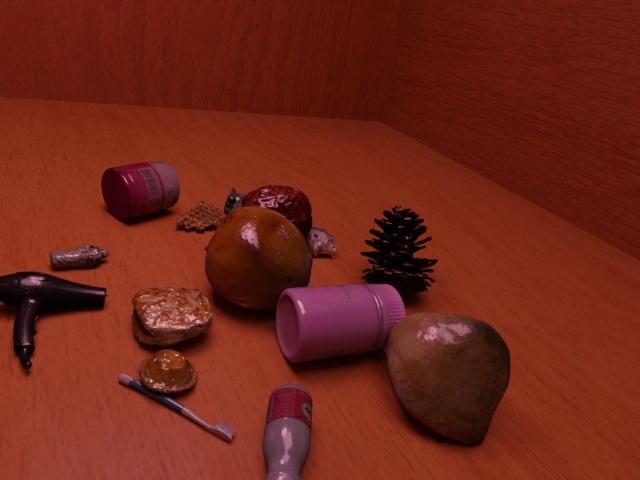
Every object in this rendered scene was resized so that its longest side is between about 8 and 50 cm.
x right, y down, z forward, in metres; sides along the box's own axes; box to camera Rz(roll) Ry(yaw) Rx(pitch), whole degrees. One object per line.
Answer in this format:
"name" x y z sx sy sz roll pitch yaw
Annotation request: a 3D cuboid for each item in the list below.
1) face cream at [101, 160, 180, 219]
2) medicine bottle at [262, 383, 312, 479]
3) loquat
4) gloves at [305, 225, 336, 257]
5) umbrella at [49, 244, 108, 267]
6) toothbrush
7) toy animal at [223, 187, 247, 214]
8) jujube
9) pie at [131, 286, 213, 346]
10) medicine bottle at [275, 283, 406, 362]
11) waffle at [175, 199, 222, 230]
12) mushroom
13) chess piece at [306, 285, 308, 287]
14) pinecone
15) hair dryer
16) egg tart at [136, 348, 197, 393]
"face cream" -0.601 -0.172 1.541 0.175 0.175 0.195 30 31 28
"medicine bottle" -0.063 0.377 0.857 0.090 0.090 0.217 11 29 -5
"loquat" -0.169 0.054 1.246 0.283 0.276 0.276 26 25 -16
"gloves" 0.000 -0.004 1.609 0.114 0.070 0.153 2 28 -20
"umbrella" -0.654 0.046 1.249 0.143 0.062 0.067 -9 5 -35
"toothbrush" -0.291 0.329 0.921 0.275 0.019 0.025 22 23 15
"toy animal" -0.300 -0.120 1.687 0.138 0.108 0.236 47 -12 -26
"jujube" -0.146 -0.078 1.533 0.232 0.213 0.213 -8 34 -20
"pie" -0.358 0.176 1.104 0.178 0.084 0.205 -3 30 -31
"medicine bottle" 0.049 0.199 1.145 0.290 0.178 0.178 -1 31 -27
"waffle" -0.424 -0.088 1.605 0.160 0.046 0.192 4 29 -19
"mushroom" 0.309 0.305 1.015 0.292 0.212 0.217 37 37 -16
"chess piece" -0.081 0.118 1.392 0.092 0.035 0.035 18 28 16
"pinecone" 0.251 0.028 1.445 0.246 0.292 0.246 4 -12 1
"hair dryer" -0.608 0.185 1.019 0.235 0.091 0.272 11 38 -27
"egg tart" -0.319 0.270 0.972 0.128 0.049 0.129 17 16 -5
